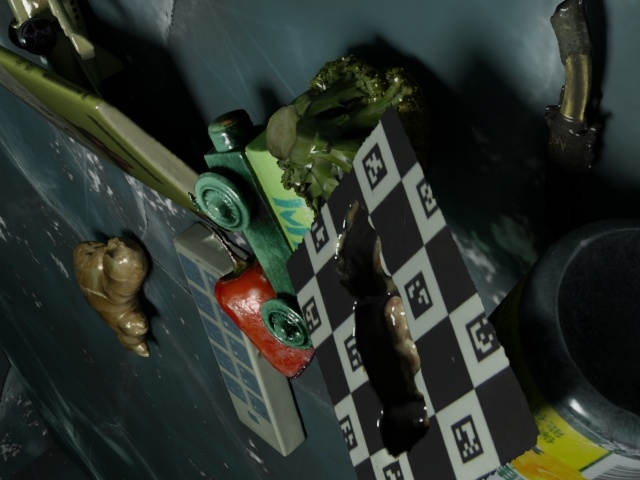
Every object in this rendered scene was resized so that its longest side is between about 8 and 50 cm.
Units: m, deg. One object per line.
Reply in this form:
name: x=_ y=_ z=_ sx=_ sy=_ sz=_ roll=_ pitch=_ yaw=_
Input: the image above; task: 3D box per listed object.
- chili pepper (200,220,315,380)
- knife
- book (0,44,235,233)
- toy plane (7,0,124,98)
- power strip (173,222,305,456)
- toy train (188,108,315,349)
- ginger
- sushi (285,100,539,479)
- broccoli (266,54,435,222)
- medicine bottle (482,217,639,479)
chili pepper: x=-0.064 y=0.055 z=1.033 sx=0.086 sy=0.084 sz=0.192 roll=-24 pitch=107 yaw=47
knife: x=0.150 y=-0.055 z=0.597 sx=0.045 sy=0.021 sz=0.222 roll=23 pitch=147 yaw=36
book: x=-0.254 y=-0.129 z=1.058 sx=0.352 sy=0.035 sz=0.239 roll=29 pitch=171 yaw=40
toy plane: x=-0.284 y=-0.247 z=1.009 sx=0.244 sy=0.092 sz=0.229 roll=61 pitch=168 yaw=-25
power strip: x=-0.092 y=0.135 z=1.228 sx=0.106 sy=0.043 sz=0.367 roll=31 pitch=147 yaw=40
toy train: x=0.000 y=0.000 z=0.851 sx=0.157 sy=0.105 sz=0.253 roll=0 pitch=124 yaw=42
ginger: x=-0.299 y=0.085 z=1.482 sx=0.148 sy=0.081 sz=0.333 roll=25 pitch=147 yaw=18
sushi: x=0.062 y=0.055 z=0.616 sx=0.192 sy=0.050 sz=0.215 roll=-55 pitch=47 yaw=50
broccoli: x=0.019 y=-0.067 z=0.693 sx=0.130 sy=0.120 sz=0.131 roll=-22 pitch=73 yaw=44
medicine bottle: x=0.155 y=0.108 z=0.661 sx=0.141 sy=0.141 sz=0.293 roll=46 pitch=155 yaw=13
